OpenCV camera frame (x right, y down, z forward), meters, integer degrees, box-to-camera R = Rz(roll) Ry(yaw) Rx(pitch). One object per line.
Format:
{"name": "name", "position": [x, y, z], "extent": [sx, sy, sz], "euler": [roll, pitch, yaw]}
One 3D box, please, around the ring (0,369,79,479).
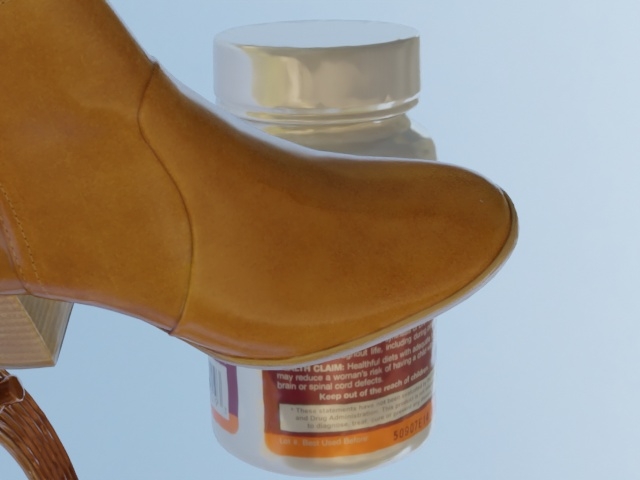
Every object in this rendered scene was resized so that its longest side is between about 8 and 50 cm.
{"name": "ring", "position": [-0.216, 0.229, 0.881], "extent": [0.032, 0.336, 0.337], "euler": [-18, -123, 13]}

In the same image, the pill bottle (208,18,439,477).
{"name": "pill bottle", "position": [0.000, 0.000, 1.213], "extent": [0.224, 0.392, 0.224], "euler": [-1, -162, 0]}

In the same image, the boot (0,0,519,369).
{"name": "boot", "position": [-0.069, -0.042, 0.561], "extent": [0.295, 0.211, 0.104], "euler": [-10, -136, 8]}
